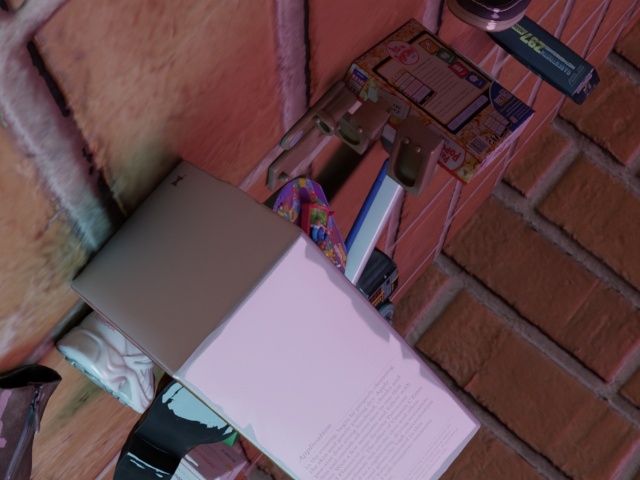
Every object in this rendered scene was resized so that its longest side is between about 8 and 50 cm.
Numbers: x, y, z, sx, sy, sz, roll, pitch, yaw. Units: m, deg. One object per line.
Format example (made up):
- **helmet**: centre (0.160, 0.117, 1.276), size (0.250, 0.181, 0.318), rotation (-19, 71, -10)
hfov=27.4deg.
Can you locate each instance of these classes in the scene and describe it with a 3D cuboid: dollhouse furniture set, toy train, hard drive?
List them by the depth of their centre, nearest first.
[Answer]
- **dollhouse furniture set**: centre (0.037, -0.088, 1.527), size (0.123, 0.151, 0.144), rotation (-47, 167, -21)
- **hard drive**: centre (0.043, 0.033, 1.866), size (0.318, 0.040, 0.210), rotation (-64, 178, 7)
- **toy train**: centre (0.015, 0.146, 2.357), size (0.334, 0.142, 0.190), rotation (-45, 156, -22)

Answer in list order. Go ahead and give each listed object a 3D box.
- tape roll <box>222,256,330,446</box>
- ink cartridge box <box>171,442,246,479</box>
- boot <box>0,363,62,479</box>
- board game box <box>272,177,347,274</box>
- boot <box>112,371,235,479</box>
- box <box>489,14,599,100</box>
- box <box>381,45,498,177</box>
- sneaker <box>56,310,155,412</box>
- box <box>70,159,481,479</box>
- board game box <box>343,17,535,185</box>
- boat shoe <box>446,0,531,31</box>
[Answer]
- **tape roll**: centre (-0.078, 0.128, 1.818), size (0.321, 0.077, 0.321), rotation (-61, 177, -5)
- **ink cartridge box**: centre (-0.211, 0.374, 2.195), size (0.067, 0.115, 0.198), rotation (-52, 169, 8)
- **boot**: centre (-0.348, 0.220, 1.221), size (0.206, 0.090, 0.248), rotation (-66, 165, 12)
- **board game box**: centre (0.000, 0.000, 1.681), size (0.033, 0.168, 0.133), rotation (-8, -156, 34)
- **boot**: centre (-0.130, 0.146, 1.562), size (0.264, 0.096, 0.280), rotation (-57, -171, 34)
- **box**: centre (0.345, -0.293, 2.051), size (0.059, 0.183, 0.233), rotation (-52, 171, 10)
- **box**: centre (0.178, -0.186, 1.966), size (0.170, 0.091, 0.130), rotation (-50, 170, -2)
- **sneaker**: centre (-0.198, 0.111, 1.398), size (0.115, 0.090, 0.232), rotation (-52, 171, -11)
- **box**: centre (-0.037, 0.113, 1.267), size (0.168, 0.215, 0.345), rotation (-49, 129, -9)
- **board game box**: centre (0.143, -0.170, 1.574), size (0.147, 0.193, 0.045), rotation (-40, 166, -43)
- **boat shoe**: centre (0.245, -0.355, 1.647), size (0.285, 0.103, 0.092), rotation (-46, 164, -45)
